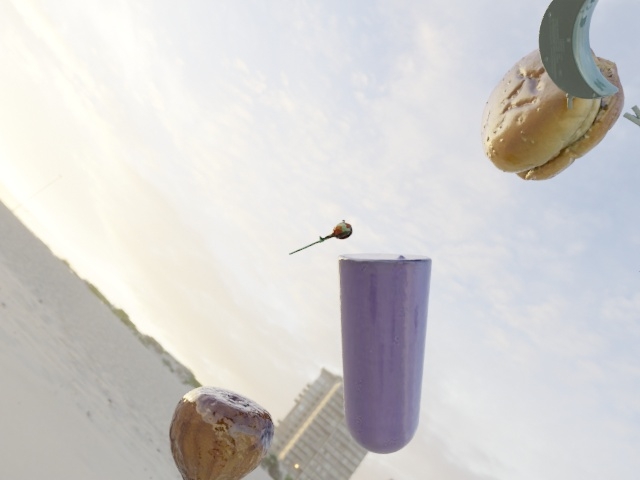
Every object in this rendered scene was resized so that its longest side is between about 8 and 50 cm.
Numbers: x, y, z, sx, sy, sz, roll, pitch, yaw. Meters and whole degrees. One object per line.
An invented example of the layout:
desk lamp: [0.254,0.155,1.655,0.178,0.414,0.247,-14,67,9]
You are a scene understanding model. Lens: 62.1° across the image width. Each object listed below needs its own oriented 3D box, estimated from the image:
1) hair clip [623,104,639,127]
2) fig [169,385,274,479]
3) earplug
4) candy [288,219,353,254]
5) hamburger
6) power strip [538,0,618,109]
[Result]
hair clip: [0.638,-0.211,1.029,0.115,0.030,0.039,50,17,9]
fig: [-0.146,0.307,0.723,0.146,0.201,0.134,18,-11,-31]
earplug: [0.142,0.254,1.212,0.215,0.215,0.455,4,-85,52]
candy: [0.000,0.000,1.415,0.049,0.185,0.055,-109,175,-47]
hamburger: [0.484,-0.283,1.168,0.170,0.289,0.314,27,-47,-21]
power strip: [0.428,-0.318,0.884,0.137,0.044,0.216,34,-35,55]
